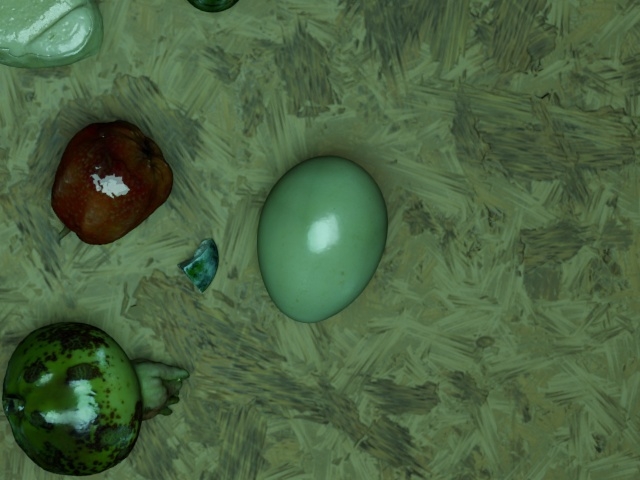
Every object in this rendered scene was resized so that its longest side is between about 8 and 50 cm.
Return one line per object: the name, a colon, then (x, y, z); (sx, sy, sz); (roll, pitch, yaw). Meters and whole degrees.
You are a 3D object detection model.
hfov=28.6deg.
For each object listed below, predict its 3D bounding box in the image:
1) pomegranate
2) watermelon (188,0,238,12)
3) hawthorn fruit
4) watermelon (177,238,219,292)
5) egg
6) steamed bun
pomegranate: (-0.320, 0.225, 1.825); (0.277, 0.204, 0.222); (-5, 85, -12)
watermelon: (-0.158, -0.379, 1.801); (0.109, 0.109, 0.109); (-2, 100, -9)
hawthorn fruit: (-0.305, -0.086, 1.799); (0.173, 0.179, 0.173); (17, 62, -34)
watermelon: (-0.188, 0.034, 1.901); (0.061, 0.085, 0.085); (7, 100, 19)
egg: (0.000, 0.000, 1.846); (0.189, 0.188, 0.253); (10, 107, -11)
steamed bun: (-0.402, -0.321, 1.764); (0.212, 0.110, 0.231); (44, 94, 4)
